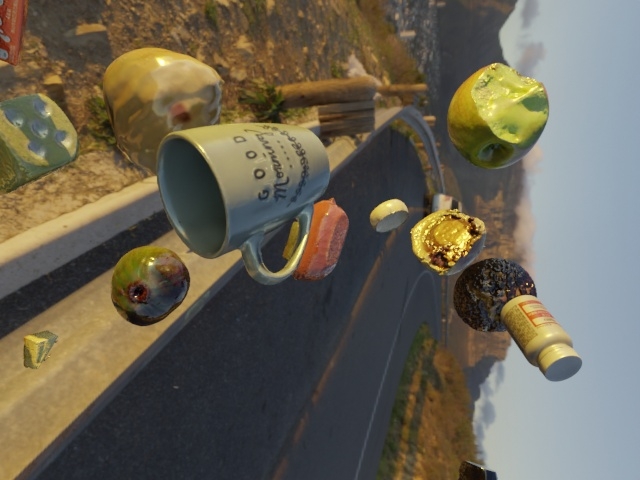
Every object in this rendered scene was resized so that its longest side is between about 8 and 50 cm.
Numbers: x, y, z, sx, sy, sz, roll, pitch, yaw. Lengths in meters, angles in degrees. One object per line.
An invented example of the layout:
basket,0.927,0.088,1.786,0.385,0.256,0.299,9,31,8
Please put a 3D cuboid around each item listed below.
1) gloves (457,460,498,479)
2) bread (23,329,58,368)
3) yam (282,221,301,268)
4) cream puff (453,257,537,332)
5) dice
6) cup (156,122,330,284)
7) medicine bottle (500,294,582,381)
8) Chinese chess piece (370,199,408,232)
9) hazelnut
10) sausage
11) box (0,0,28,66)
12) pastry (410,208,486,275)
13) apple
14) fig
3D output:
gloves,0.389,0.671,1.113,0.164,0.124,0.203,74,31,-71
bread,-0.917,0.364,1.467,0.080,0.084,0.109,-5,101,-61
yam,-0.052,0.010,0.939,0.094,0.043,0.043,-70,163,-1
cream puff,0.515,0.172,1.318,0.165,0.239,0.239,-84,168,-58
dice,-0.902,-0.290,1.341,0.226,0.238,0.233,64,31,-21
cup,-0.092,-0.063,0.707,0.234,0.186,0.258,-23,84,-40
medicine bottle,0.374,0.166,0.761,0.140,0.079,0.079,-104,-176,-56
Chinese chess piece,0.216,-0.076,1.402,0.051,0.122,0.122,66,3,28
hazelnut,-0.297,-0.267,0.888,0.241,0.261,0.261,-22,121,-28
sausage,0.000,0.000,1.279,0.148,0.148,0.254,50,51,-66
box,-0.913,-0.634,1.151,0.273,0.265,0.048,-57,-152,33
pastry,0.467,0.018,1.635,0.256,0.237,0.170,-44,130,-8
apple,0.449,-0.308,1.139,0.246,0.246,0.226,72,37,-51
fig,-0.316,0.080,0.879,0.245,0.149,0.149,-145,-123,-85
